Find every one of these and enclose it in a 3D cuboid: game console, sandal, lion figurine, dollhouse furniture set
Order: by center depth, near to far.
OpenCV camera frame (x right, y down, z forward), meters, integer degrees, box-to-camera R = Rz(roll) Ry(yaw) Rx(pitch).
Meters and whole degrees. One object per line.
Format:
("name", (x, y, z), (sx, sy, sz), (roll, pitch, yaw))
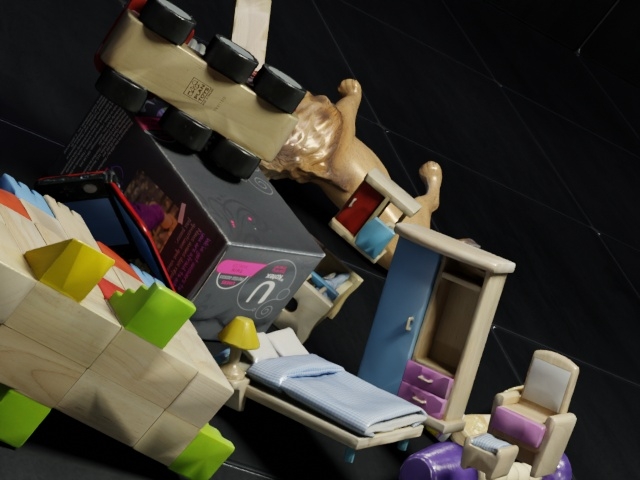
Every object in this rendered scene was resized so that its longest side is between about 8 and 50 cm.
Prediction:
("game console", (-0.214, 0.004, 1.684), (0.144, 0.124, 0.085), (74, 13, -53))
("dollhouse furniture set", (0.084, 0.112, 1.723), (0.286, 0.198, 0.303), (23, 13, 33))
("dollhouse furniture set", (0.000, 0.000, 1.959), (0.129, 0.183, 0.129), (40, 22, 6))
("sandal", (0.249, 0.217, 2.053), (0.088, 0.079, 0.240), (48, 24, 23))
("lion figurine", (0.053, -0.069, 2.244), (0.392, 0.142, 0.240), (40, 29, -7))

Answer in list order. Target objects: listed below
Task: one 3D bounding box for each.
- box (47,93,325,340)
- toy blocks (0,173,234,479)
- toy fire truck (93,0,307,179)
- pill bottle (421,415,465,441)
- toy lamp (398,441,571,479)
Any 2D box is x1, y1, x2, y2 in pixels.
("box", (-0.150, -0.032, 1.848), (0.165, 0.143, 0.270), (7, 38, -51))
("toy blocks", (-0.252, 0.045, 1.535), (0.381, 0.191, 0.261), (34, 11, -39))
("toy fire truck", (-0.128, -0.207, 1.863), (0.217, 0.158, 0.246), (30, 12, -16))
("pill bottle", (0.125, 0.194, 1.959), (0.083, 0.043, 0.043), (41, 22, 9))
("toy lamp", (0.184, 0.263, 1.870), (0.275, 0.080, 0.080), (8, 36, -50))
